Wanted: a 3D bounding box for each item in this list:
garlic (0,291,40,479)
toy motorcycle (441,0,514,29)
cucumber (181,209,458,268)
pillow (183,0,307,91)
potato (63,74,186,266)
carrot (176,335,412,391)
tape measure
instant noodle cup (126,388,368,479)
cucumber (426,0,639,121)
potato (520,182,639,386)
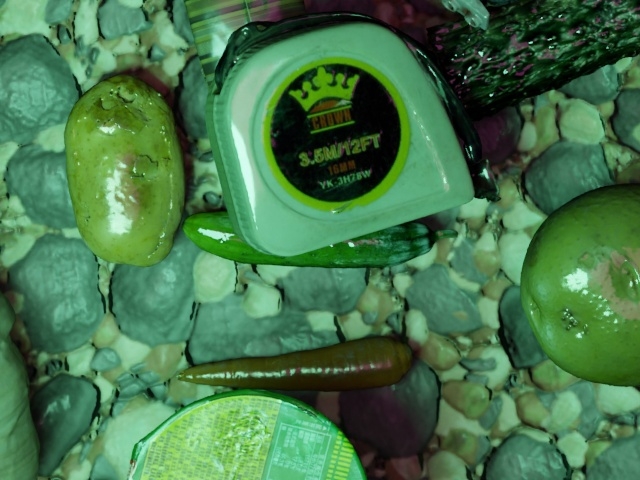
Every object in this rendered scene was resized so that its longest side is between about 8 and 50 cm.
[{"bbox_3d":[-0.399,0.154,1.679,0.322,0.241,0.322,2,72,-5],"label":"garlic"},{"bbox_3d":[0.080,-0.260,1.727,0.213,0.082,0.122,37,78,15],"label":"toy motorcycle"},{"bbox_3d":[0.000,0.000,1.772,0.250,0.056,0.056,2,94,-3],"label":"cucumber"},{"bbox_3d":[-0.049,-0.145,1.766,0.113,0.038,0.203,-16,96,-3],"label":"pillow"},{"bbox_3d":[-0.173,-0.062,1.743,0.107,0.080,0.170,1,96,8],"label":"potato"},{"bbox_3d":[-0.024,0.117,1.787,0.216,0.048,0.048,-5,94,1],"label":"carrot"},{"bbox_3d":[0.022,-0.104,1.708,0.235,0.115,0.207,-17,97,-16],"label":"tape measure"},{"bbox_3d":[-0.068,0.212,1.692,0.207,0.233,0.207,0,94,-3],"label":"instant noodle cup"},{"bbox_3d":[0.275,-0.205,1.759,0.359,0.096,0.096,-20,95,-2],"label":"cucumber"},{"bbox_3d":[0.305,0.033,1.749,0.251,0.159,0.174,-13,119,-12],"label":"potato"}]
